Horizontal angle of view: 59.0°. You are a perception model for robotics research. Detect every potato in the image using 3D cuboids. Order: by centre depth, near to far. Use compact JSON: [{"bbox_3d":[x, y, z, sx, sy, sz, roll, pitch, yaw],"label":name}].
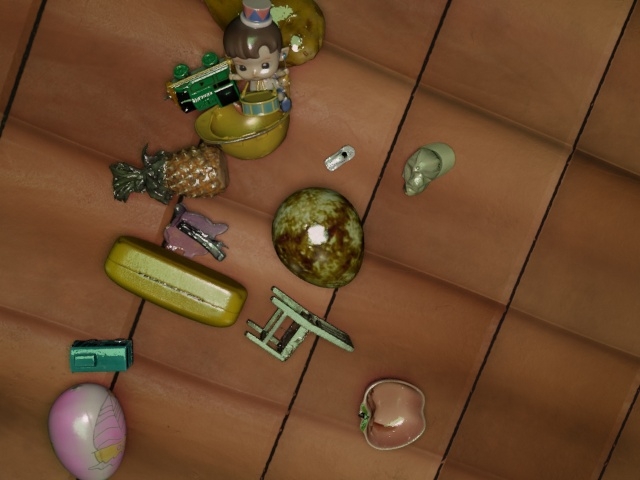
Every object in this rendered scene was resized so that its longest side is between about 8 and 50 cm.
[{"bbox_3d":[-0.154,-0.589,1.462,0.369,0.195,0.176,35,48,-1],"label":"potato"}]

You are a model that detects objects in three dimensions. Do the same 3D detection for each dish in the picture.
[{"bbox_3d":[0.197,0.488,1.641,0.213,0.090,0.213,-1,97,-8],"label":"dish"}]

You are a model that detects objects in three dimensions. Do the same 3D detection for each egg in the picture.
[{"bbox_3d":[0.000,0.000,1.494,0.238,0.238,0.290,-27,108,-1],"label":"egg"},{"bbox_3d":[-0.618,0.517,1.519,0.196,0.196,0.271,-19,92,-3],"label":"egg"}]

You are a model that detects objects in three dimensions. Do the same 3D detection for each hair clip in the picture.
[{"bbox_3d":[-0.337,-0.008,1.539,0.187,0.056,0.146,32,116,-15],"label":"hair clip"}]

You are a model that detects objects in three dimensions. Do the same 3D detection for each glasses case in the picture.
[{"bbox_3d":[-0.383,0.118,1.504,0.371,0.173,0.141,25,93,-5],"label":"glasses case"}]

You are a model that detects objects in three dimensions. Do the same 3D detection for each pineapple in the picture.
[{"bbox_3d":[-0.406,-0.179,1.495,0.309,0.141,0.170,-6,104,3],"label":"pineapple"}]

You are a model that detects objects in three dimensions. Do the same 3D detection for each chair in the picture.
[{"bbox_3d":[-0.063,0.265,1.569,0.270,0.136,0.147,35,94,-9],"label":"chair"}]

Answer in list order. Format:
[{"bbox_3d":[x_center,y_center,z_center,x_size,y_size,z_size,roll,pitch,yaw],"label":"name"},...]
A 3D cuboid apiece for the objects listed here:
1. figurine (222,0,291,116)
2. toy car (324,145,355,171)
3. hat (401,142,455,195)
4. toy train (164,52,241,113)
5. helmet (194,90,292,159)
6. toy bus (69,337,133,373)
[{"bbox_3d":[-0.154,-0.435,1.353,0.161,0.158,0.276,-7,121,7],"label":"figurine"},{"bbox_3d":[0.055,-0.230,1.577,0.093,0.025,0.041,-36,99,0],"label":"toy car"},{"bbox_3d":[0.305,-0.202,1.582,0.166,0.081,0.122,-21,100,-12],"label":"hat"},{"bbox_3d":[-0.296,-0.398,1.467,0.227,0.091,0.136,-25,61,-2],"label":"toy train"},{"bbox_3d":[-0.184,-0.279,1.486,0.257,0.205,0.140,-27,137,-10],"label":"helmet"},{"bbox_3d":[-0.603,0.316,1.549,0.160,0.092,0.079,0,95,-5],"label":"toy bus"}]
